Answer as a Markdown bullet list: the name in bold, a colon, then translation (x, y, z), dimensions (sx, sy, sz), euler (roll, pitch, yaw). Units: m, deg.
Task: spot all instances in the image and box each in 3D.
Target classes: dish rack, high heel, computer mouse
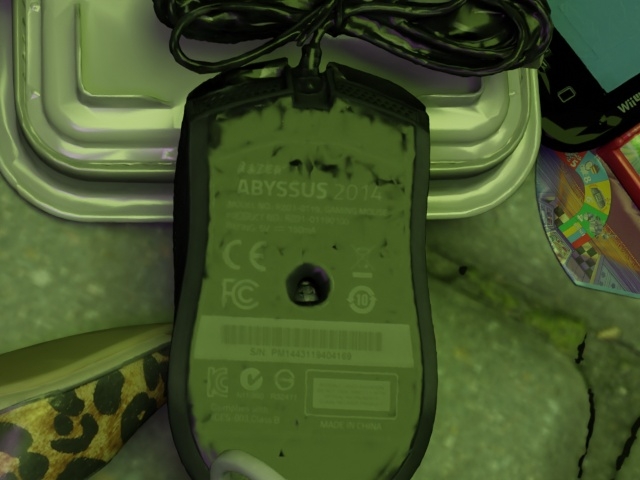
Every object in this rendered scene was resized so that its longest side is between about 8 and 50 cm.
- **dish rack**: translation (-0.026, -0.177, 0.861), dimensions (0.286, 0.072, 0.332), euler (0, 77, -9)
- **high heel**: translation (-0.138, 0.154, 0.771), dimensions (0.261, 0.093, 0.186), euler (-26, 105, -32)
- **computer mouse**: translation (0.000, 0.000, 0.777), dimensions (0.189, 0.072, 0.272), euler (8, 80, -7)

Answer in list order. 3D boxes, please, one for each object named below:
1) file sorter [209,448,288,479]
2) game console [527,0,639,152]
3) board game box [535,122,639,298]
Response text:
- **file sorter**: translation (-0.061, 0.235, 0.536), dimensions (0.193, 0.173, 0.278), euler (38, 64, 22)
- **game console**: translation (0.250, -0.157, 0.950), dimensions (0.361, 0.044, 0.213), euler (-32, 69, -16)
- **board game box**: translation (0.202, -0.032, 0.935), dimensions (0.169, 0.033, 0.133), euler (12, 73, -15)
